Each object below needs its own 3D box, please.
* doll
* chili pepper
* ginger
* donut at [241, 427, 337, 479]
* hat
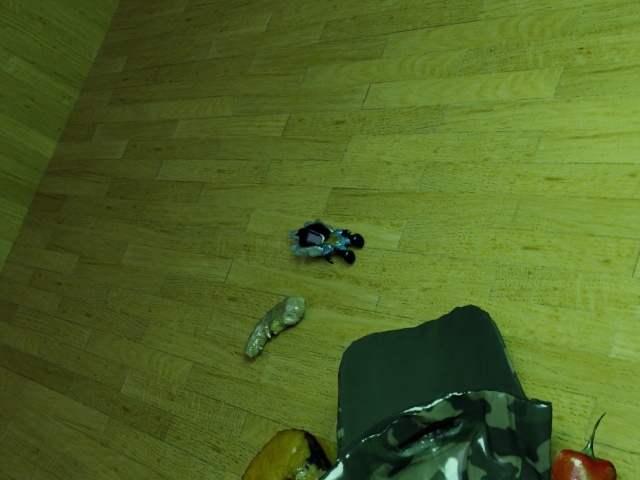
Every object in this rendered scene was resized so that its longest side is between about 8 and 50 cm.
[{"bbox_3d":[0.000,0.000,1.869,0.195,0.070,0.096,13,61,44],"label":"doll"},{"bbox_3d":[0.354,0.323,1.249,0.086,0.084,0.192,12,80,57],"label":"chili pepper"},{"bbox_3d":[-0.092,0.170,1.885,0.173,0.051,0.069,-47,34,24],"label":"ginger"},{"bbox_3d":[-0.044,0.453,1.592,0.253,0.118,0.253,-30,45,34],"label":"donut"},{"bbox_3d":[0.181,0.293,1.432,0.366,0.257,0.381,-16,18,12],"label":"hat"}]
